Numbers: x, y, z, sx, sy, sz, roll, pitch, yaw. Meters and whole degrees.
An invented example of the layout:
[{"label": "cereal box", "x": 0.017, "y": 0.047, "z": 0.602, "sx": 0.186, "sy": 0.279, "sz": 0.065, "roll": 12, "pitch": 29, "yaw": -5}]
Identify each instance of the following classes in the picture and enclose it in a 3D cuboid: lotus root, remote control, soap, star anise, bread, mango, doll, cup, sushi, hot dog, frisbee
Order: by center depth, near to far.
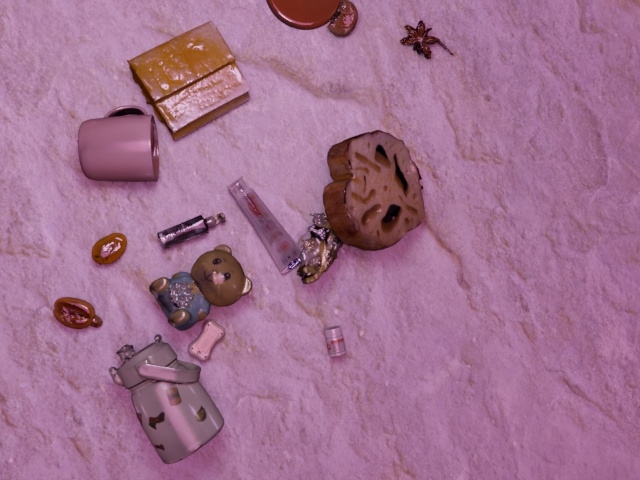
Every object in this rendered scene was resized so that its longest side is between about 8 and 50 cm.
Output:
[{"label": "cup", "x": -0.578, "y": -0.288, "z": 1.791, "sx": 0.201, "sy": 0.191, "sz": 0.252, "roll": -2, "pitch": 60, "yaw": -8}, {"label": "hot dog", "x": -0.709, "y": 0.214, "z": 1.814, "sx": 0.140, "sy": 0.060, "sz": 0.089, "roll": 13, "pitch": 91, "yaw": -4}, {"label": "doll", "x": -0.344, "y": 0.140, "z": 1.828, "sx": 0.261, "sy": 0.161, "sz": 0.177, "roll": -33, "pitch": 74, "yaw": -8}, {"label": "mango", "x": -0.623, "y": 0.023, "z": 1.832, "sx": 0.079, "sy": 0.057, "sz": 0.114, "roll": 45, "pitch": 74, "yaw": -3}, {"label": "soap", "x": -0.386, "y": -0.475, "z": 1.844, "sx": 0.281, "sy": 0.143, "sz": 0.259, "roll": -34, "pitch": 98, "yaw": -14}, {"label": "remote control", "x": -0.346, "y": 0.305, "z": 1.891, "sx": 0.074, "sy": 0.032, "sz": 0.122, "roll": 36, "pitch": 84, "yaw": -8}, {"label": "lotus root", "x": 0.175, "y": -0.149, "z": 1.901, "sx": 0.375, "sy": 0.111, "sz": 0.390, "roll": 29, "pitch": 62, "yaw": -28}, {"label": "sushi", "x": 0.007, "y": 0.003, "z": 1.921, "sx": 0.131, "sy": 0.139, "sz": 0.290, "roll": 19, "pitch": 76, "yaw": -4}, {"label": "bread", "x": 0.073, "y": -0.698, "z": 1.963, "sx": 0.082, "sy": 0.060, "sz": 0.113, "roll": 30, "pitch": 91, "yaw": -24}, {"label": "frisbee", "x": -0.054, "y": -0.794, "z": 1.964, "sx": 0.251, "sy": 0.021, "sz": 0.250, "roll": 0, "pitch": 88, "yaw": -11}, {"label": "star anise", "x": 0.351, "y": -0.645, "z": 2.018, "sx": 0.191, "sy": 0.070, "sz": 0.097, "roll": 29, "pitch": 111, "yaw": -11}]

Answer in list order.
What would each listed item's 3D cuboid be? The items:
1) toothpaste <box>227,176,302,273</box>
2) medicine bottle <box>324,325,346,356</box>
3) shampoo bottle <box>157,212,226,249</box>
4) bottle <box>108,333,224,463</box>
[{"label": "toothpaste", "x": -0.169, "y": -0.049, "z": 1.915, "sx": 0.100, "sy": 0.066, "sz": 0.323, "roll": -37, "pitch": 100, "yaw": -10}, {"label": "medicine bottle", "x": 0.046, "y": 0.318, "z": 1.952, "sx": 0.057, "sy": 0.057, "sz": 0.089, "roll": -12, "pitch": 91, "yaw": -11}, {"label": "shampoo bottle", "x": -0.386, "y": -0.035, "z": 1.871, "sx": 0.208, "sy": 0.063, "sz": 0.057, "roll": -23, "pitch": 103, "yaw": -10}, {"label": "bottle", "x": -0.441, "y": 0.433, "z": 1.790, "sx": 0.229, "sy": 0.229, "sz": 0.351, "roll": -30, "pitch": 92, "yaw": -10}]
